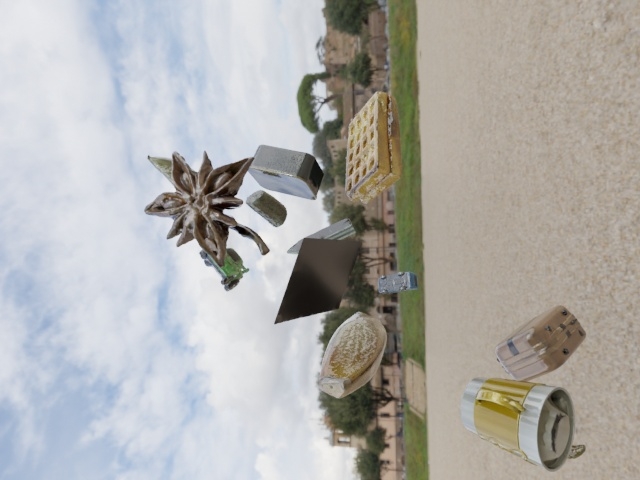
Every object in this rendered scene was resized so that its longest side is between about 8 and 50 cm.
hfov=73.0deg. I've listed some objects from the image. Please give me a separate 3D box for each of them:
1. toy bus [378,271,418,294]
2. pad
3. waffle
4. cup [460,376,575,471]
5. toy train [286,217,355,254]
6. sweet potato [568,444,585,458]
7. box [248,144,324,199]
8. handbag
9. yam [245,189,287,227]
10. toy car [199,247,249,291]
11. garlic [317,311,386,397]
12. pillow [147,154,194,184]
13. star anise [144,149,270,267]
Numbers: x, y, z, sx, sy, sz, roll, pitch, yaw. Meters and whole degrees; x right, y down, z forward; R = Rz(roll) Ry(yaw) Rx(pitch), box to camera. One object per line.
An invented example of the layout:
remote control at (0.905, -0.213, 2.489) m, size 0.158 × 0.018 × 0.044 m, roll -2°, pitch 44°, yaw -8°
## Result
toy bus at (0.168, 0.093, 0.941) m, size 0.046 × 0.083 × 0.038 m, roll 13°, pitch -112°, yaw -43°
pad at (0.004, 0.057, 0.656) m, size 0.190 × 0.004 × 0.127 m, roll 3°, pitch -71°, yaw -60°
waffle at (0.173, -0.309, 1.445) m, size 0.224 × 0.098 × 0.328 m, roll -38°, pitch 42°, yaw 54°
cup at (0.462, 0.416, 1.049) m, size 0.241 × 0.226 × 0.185 m, roll 40°, pitch -114°, yaw -27°
toy train at (0.000, 0.000, 1.534) m, size 0.055 × 0.251 × 0.048 m, roll -108°, pitch -8°, yaw -46°
sweet potato at (0.682, 0.642, 1.341) m, size 0.067 × 0.274 × 0.067 m, roll 14°, pitch -115°, yaw -32°
box at (-0.098, -0.202, 1.266) m, size 0.090 × 0.201 × 0.144 m, roll -69°, pitch -24°, yaw -14°
handbag at (0.724, 0.364, 1.477) m, size 0.301 × 0.149 × 0.283 m, roll -19°, pitch -25°, yaw -41°
yam at (-0.226, -0.143, 1.840) m, size 0.183 × 0.107 × 0.107 m, roll 38°, pitch -134°, yaw -40°
toy car at (-0.483, 0.123, 2.231) m, size 0.213 × 0.176 × 0.359 m, roll 49°, pitch 165°, yaw 9°
garlic at (0.089, 0.282, 1.087) m, size 0.318 × 0.143 × 0.112 m, roll -39°, pitch -52°, yaw -66°
pillow at (-0.501, -0.218, 1.614) m, size 0.075 × 0.302 × 0.185 m, roll -53°, pitch -20°, yaw 17°
star anise at (-0.282, -0.083, 1.091) m, size 0.109 × 0.349 × 0.293 m, roll -4°, pitch -83°, yaw -76°
